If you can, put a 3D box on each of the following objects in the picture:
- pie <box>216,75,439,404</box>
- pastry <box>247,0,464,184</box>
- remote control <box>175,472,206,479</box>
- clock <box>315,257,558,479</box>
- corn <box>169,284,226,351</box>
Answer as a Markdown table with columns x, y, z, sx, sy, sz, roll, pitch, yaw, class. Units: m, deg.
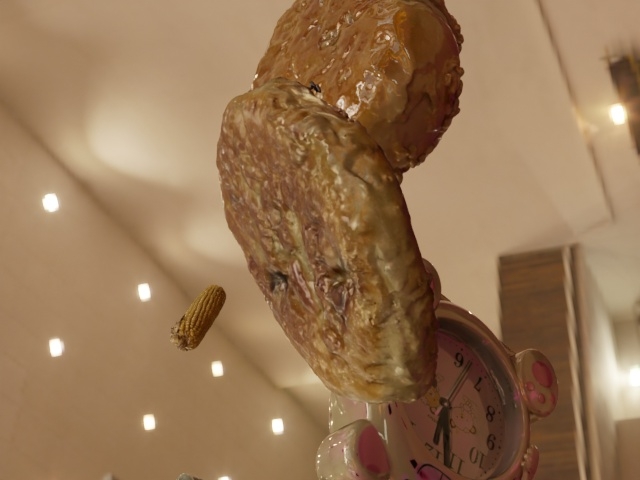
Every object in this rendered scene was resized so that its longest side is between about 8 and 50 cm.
| x | y | z | sx | sy | sz | roll | pitch | yaw | class |
| --- | --- | --- | --- | --- | --- | --- | --- | --- | --- |
| 0.000 | 0.000 | 0.952 | 0.315 | 0.092 | 0.315 | 54 | 158 | 34 | pie |
| 0.056 | -0.196 | 1.383 | 0.184 | 0.284 | 0.316 | 34 | -158 | -36 | pastry |
| -0.114 | 0.480 | 1.768 | 0.056 | 0.296 | 0.140 | -51 | -28 | -3 | remote control |
| 0.134 | 0.203 | 1.307 | 0.284 | 0.114 | 0.309 | 39 | -134 | -18 | clock |
| -0.107 | 0.068 | 0.980 | 0.028 | 0.027 | 0.083 | 33 | -141 | -2 | corn |
